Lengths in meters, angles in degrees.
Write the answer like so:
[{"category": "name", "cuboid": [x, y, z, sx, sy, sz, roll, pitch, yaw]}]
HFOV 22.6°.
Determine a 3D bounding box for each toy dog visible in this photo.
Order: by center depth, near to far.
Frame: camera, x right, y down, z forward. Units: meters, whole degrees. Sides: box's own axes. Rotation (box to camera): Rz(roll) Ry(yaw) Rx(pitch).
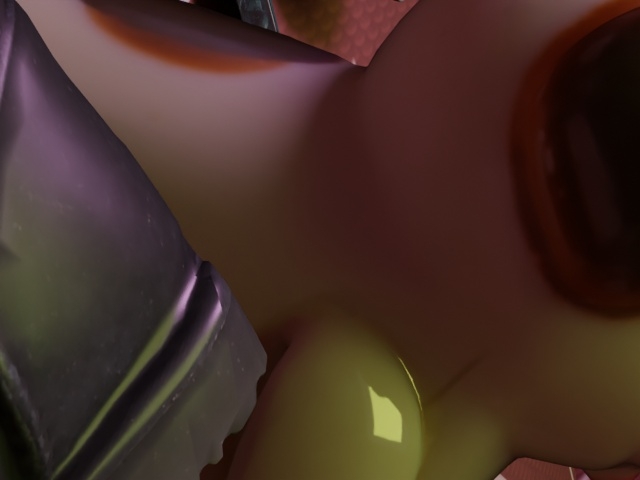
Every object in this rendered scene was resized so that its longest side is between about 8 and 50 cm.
[{"category": "toy dog", "cuboid": [0.000, 0.000, 0.644, 0.284, 0.408, 0.395, -10, 92, -75]}]

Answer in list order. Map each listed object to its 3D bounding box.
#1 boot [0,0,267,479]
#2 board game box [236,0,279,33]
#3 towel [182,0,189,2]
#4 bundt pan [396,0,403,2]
[{"category": "boot", "cuboid": [-0.227, -0.029, 0.300, 0.367, 0.146, 0.445, -54, 130, -34]}, {"category": "board game box", "cuboid": [-0.055, -0.203, 1.213, 0.126, 0.026, 0.186, -101, 177, -68]}, {"category": "towel", "cuboid": [-0.135, -0.271, 1.008, 0.209, 0.034, 0.285, -79, 155, -52]}, {"category": "bundt pan", "cuboid": [0.048, -0.385, 1.413, 0.331, 0.124, 0.331, -41, 139, -49]}]
